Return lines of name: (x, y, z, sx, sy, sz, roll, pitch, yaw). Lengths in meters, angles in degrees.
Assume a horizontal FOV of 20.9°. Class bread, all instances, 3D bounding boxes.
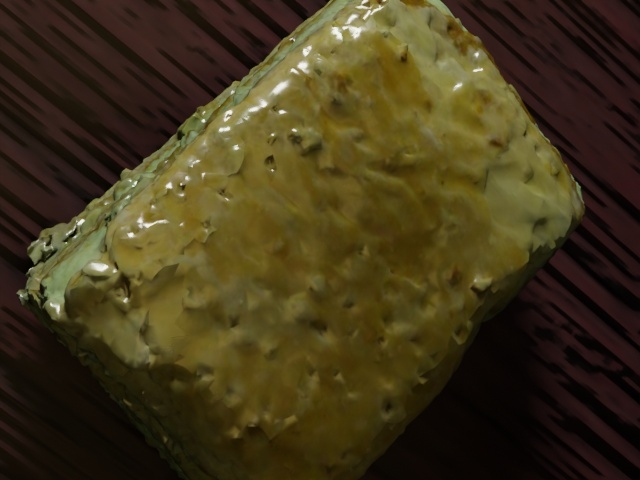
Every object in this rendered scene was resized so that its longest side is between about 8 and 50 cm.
bread: (0.000, 0.000, 0.637, 0.196, 0.102, 0.138, -41, 108, -14)
